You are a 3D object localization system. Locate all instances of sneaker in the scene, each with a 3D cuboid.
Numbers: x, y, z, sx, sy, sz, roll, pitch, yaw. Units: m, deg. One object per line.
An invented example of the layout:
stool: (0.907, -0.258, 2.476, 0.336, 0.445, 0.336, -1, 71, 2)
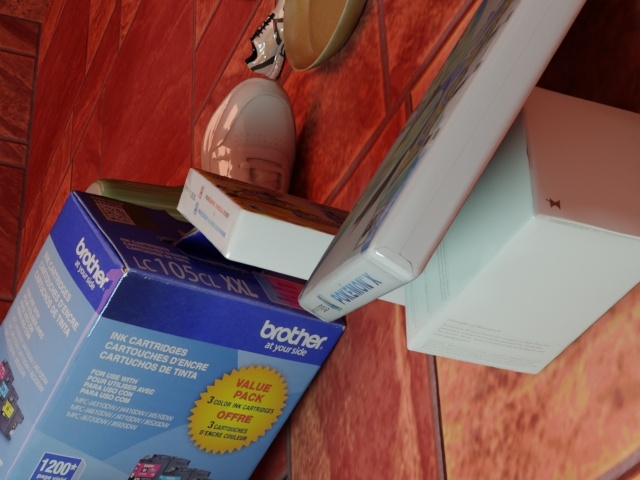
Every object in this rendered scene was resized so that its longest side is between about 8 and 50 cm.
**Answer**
sneaker: (-0.058, -0.248, 1.728, 0.040, 0.043, 0.109, -131, 56, -68)
sneaker: (-0.064, -0.022, 1.565, 0.152, 0.114, 0.305, 18, 101, 56)

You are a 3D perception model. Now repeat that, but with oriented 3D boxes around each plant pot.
plant pot: (0.016, -0.297, 1.568, 0.236, 0.032, 0.236, -170, 90, -70)

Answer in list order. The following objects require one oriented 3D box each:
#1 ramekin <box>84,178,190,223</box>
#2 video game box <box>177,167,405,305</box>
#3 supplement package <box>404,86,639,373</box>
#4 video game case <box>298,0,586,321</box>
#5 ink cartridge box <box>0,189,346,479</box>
ramekin: (-0.261, 0.060, 1.959, 0.303, 0.148, 0.303, -169, 90, -70)
video game box: (0.000, 0.000, 1.193, 0.187, 0.205, 0.048, -149, 76, -69)
supplement package: (0.138, -0.002, 0.956, 0.179, 0.105, 0.105, 127, 150, -51)
video game case: (0.100, -0.102, 0.954, 0.329, 0.036, 0.300, -59, 3, -11)
ink cartridge box: (-0.165, 0.123, 1.383, 0.395, 0.270, 0.151, -60, 42, 16)
